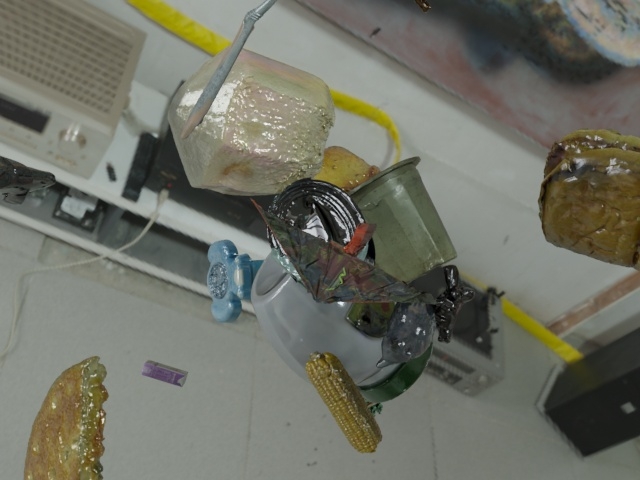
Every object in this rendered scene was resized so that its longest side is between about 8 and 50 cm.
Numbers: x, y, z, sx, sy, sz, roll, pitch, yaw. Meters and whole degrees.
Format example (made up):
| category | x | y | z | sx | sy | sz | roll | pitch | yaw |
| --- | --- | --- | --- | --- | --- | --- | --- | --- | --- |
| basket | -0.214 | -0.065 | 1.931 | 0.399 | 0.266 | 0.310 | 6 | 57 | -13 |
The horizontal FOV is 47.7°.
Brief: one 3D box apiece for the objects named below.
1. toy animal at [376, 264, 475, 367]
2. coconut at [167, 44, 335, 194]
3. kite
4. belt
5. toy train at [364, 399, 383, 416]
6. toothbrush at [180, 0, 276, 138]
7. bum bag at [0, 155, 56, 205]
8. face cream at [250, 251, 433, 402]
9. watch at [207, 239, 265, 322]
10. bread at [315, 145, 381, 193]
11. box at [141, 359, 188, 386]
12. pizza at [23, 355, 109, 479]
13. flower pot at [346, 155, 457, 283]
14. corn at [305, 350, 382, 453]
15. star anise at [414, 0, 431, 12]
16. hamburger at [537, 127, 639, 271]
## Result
| category | x | y | z | sx | sy | sz | roll | pitch | yaw |
| --- | --- | --- | --- | --- | --- | --- | --- | --- | --- |
| toy animal | 0.139 | 0.113 | 1.118 | 0.117 | 0.121 | 0.210 | 42 | 36 | 22 |
| coconut | -0.153 | -0.233 | 1.471 | 0.309 | 0.297 | 0.297 | 7 | 53 | -29 |
| kite | 0.017 | 0.027 | 0.795 | 0.232 | 0.189 | 0.009 | 26 | 55 | -5 |
| belt | 0.000 | 0.000 | 1.108 | 0.198 | 0.151 | 0.078 | 56 | -2 | 29 |
| toy train | 0.113 | 0.375 | 1.687 | 0.044 | 0.064 | 0.103 | 15 | 13 | 34 |
| toothbrush | -0.120 | -0.290 | 1.068 | 0.037 | 0.375 | 0.028 | 22 | 34 | -24 |
| bum bag | -0.358 | -0.064 | 0.748 | 0.198 | 0.087 | 0.049 | 11 | 71 | -69 |
| face cream | 0.042 | 0.151 | 1.482 | 0.357 | 0.219 | 0.312 | 43 | 56 | -24 |
| watch | -0.176 | 0.099 | 1.839 | 0.193 | 0.211 | 0.211 | -1 | 59 | -42 |
| bread | 0.029 | -0.103 | 2.186 | 0.215 | 0.398 | 0.398 | 39 | 38 | 16 |
| box | -0.416 | 0.355 | 1.935 | 0.117 | 0.036 | 0.050 | 18 | 1 | -1 |
| pizza | -0.375 | 0.310 | 1.094 | 0.058 | 0.292 | 0.197 | 11 | 22 | -46 |
| flower pot | 0.138 | -0.019 | 1.360 | 0.212 | 0.212 | 0.202 | -21 | 82 | -47 |
| corn | 0.042 | 0.287 | 1.298 | 0.068 | 0.068 | 0.207 | -30 | 85 | -49 |
| star anise | 0.135 | -0.468 | 1.184 | 0.196 | 0.111 | 0.212 | 13 | 50 | -17 |
| hamburger | 0.388 | -0.047 | 0.976 | 0.206 | 0.183 | 0.130 | 25 | 45 | 30 |
